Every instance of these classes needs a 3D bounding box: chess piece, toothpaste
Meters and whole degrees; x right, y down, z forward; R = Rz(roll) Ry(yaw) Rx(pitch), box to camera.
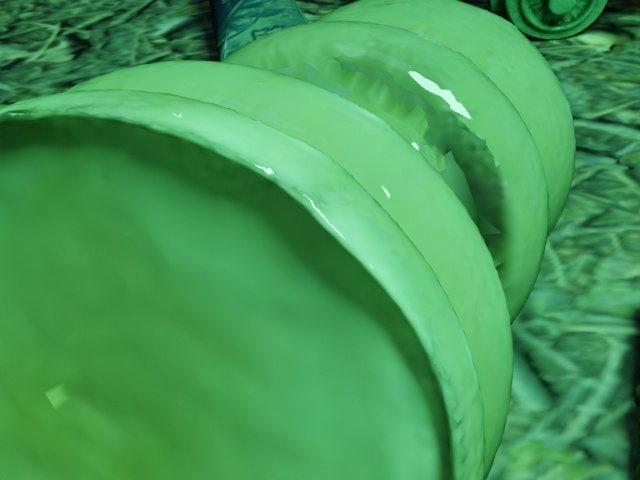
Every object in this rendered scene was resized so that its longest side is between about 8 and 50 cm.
[{"bbox_3d":[0.000,0.000,0.525,0.182,0.182,0.330,4,20,19],"label":"chess piece"},{"bbox_3d":[-0.041,-0.141,0.965,0.069,0.047,0.268,3,26,-12],"label":"toothpaste"}]

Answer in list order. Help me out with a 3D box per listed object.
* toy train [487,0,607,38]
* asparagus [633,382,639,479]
[{"bbox_3d":[0.204,-0.230,0.920,0.285,0.177,0.116,-12,37,5],"label":"toy train"},{"bbox_3d":[0.109,0.071,0.496,0.025,0.024,0.248,-42,8,28],"label":"asparagus"}]
